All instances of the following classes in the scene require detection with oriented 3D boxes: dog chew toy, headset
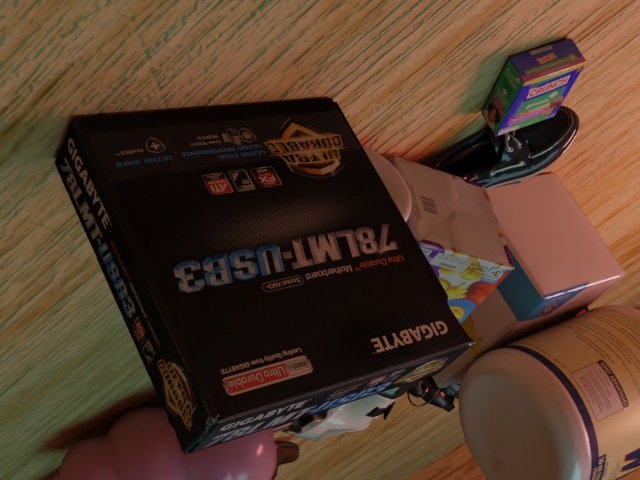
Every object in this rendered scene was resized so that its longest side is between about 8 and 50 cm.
[{"bbox_3d":[-0.240,0.338,1.493,0.331,0.207,0.207,-14,155,-15],"label":"dog chew toy"},{"bbox_3d":[0.258,0.221,1.961,0.243,0.185,0.394,-49,166,30],"label":"headset"}]

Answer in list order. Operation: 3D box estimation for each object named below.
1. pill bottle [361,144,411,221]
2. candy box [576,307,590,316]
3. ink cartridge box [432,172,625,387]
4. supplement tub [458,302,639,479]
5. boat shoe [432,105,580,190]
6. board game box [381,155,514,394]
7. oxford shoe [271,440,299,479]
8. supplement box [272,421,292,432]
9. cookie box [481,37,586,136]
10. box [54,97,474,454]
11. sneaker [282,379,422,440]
[{"bbox_3d":[0.000,0.000,1.127,0.124,0.124,0.221,-10,151,-39],"label":"pill bottle"},{"bbox_3d":[0.336,0.148,1.683,0.233,0.159,0.071,-22,145,-9],"label":"candy box"},{"bbox_3d":[0.270,0.063,1.488,0.198,0.197,0.270,-11,152,-39],"label":"ink cartridge box"},{"bbox_3d":[0.391,0.229,1.414,0.324,0.235,0.235,-17,155,-29],"label":"supplement tub"},{"bbox_3d":[0.231,-0.112,1.229,0.206,0.075,0.065,-27,159,10],"label":"boat shoe"},{"bbox_3d":[0.092,0.053,1.227,0.142,0.144,0.275,15,133,-26],"label":"board game box"},{"bbox_3d":[-0.125,0.494,2.090,0.227,0.096,0.083,-9,149,-44],"label":"oxford shoe"},{"bbox_3d":[-0.080,0.261,1.654,0.104,0.081,0.188,-13,153,-34],"label":"supplement box"},{"bbox_3d":[0.250,-0.179,1.148,0.091,0.040,0.107,-20,156,-19],"label":"cookie box"},{"bbox_3d":[-0.046,0.012,0.870,0.295,0.293,0.073,-10,151,-38],"label":"box"},{"bbox_3d":[0.081,0.273,1.793,0.330,0.123,0.146,-27,141,18],"label":"sneaker"}]
